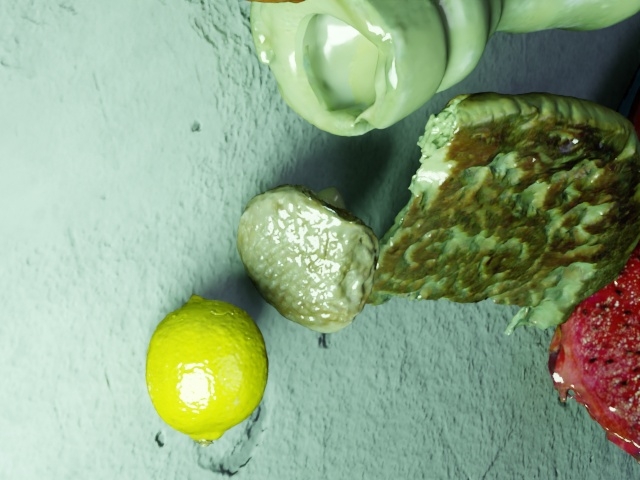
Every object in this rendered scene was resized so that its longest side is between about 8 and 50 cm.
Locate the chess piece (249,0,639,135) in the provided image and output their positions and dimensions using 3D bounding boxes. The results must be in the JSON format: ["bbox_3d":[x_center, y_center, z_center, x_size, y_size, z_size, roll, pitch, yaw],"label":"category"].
[{"bbox_3d":[0.146,-0.257,1.315,0.442,0.234,0.234,-32,121,-34],"label":"chess piece"}]

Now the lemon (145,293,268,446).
[{"bbox_3d":[-0.099,0.113,1.200,0.109,0.109,0.133,-4,92,-47],"label":"lemon"}]

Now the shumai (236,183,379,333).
[{"bbox_3d":[-0.004,-0.001,1.280,0.116,0.145,0.146,-45,131,-56],"label":"shumai"}]

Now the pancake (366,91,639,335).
[{"bbox_3d":[0.208,-0.024,1.438,0.426,0.067,0.305,12,130,-45],"label":"pancake"}]

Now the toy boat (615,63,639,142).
[{"bbox_3d":[0.472,-0.234,1.755,0.392,0.079,0.136,-53,128,-31],"label":"toy boat"}]

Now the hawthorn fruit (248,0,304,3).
[{"bbox_3d":[-0.055,-0.311,1.066,0.261,0.258,0.258,36,69,-14],"label":"hawthorn fruit"}]

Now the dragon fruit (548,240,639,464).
[{"bbox_3d":[0.461,0.127,1.670,0.249,0.386,0.371,69,7,-70],"label":"dragon fruit"}]
